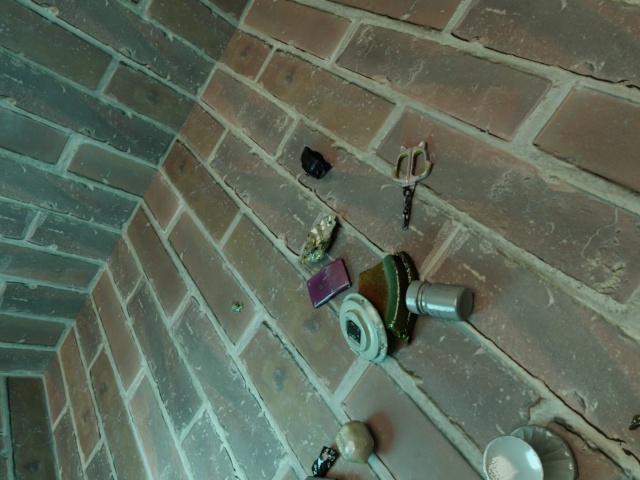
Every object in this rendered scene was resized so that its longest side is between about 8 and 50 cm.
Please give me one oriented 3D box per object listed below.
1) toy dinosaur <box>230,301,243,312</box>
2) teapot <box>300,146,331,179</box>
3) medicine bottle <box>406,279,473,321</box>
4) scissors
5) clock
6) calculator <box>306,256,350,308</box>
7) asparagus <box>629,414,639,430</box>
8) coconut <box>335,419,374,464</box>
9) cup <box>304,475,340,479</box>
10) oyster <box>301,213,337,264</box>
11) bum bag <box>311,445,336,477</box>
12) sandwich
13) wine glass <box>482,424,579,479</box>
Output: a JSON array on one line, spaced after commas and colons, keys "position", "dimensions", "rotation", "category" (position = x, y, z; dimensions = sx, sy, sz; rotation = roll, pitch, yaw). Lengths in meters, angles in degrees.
[{"position": [-0.371, 0.285, 2.003], "dimensions": [0.062, 0.021, 0.083], "rotation": [-37, 56, 18], "category": "toy dinosaur"}, {"position": [-0.033, -0.307, 1.870], "dimensions": [0.096, 0.087, 0.177], "rotation": [-54, 47, 20], "category": "teapot"}, {"position": [0.347, 0.174, 1.327], "dimensions": [0.168, 0.105, 0.104], "rotation": [4, 77, 43], "category": "medicine bottle"}, {"position": [0.303, -0.188, 1.557], "dimensions": [0.160, 0.024, 0.317], "rotation": [-4, 72, 41], "category": "scissors"}, {"position": [0.122, 0.285, 1.446], "dimensions": [0.236, 0.053, 0.236], "rotation": [40, 139, 47], "category": "clock"}, {"position": [0.024, 0.159, 1.680], "dimensions": [0.191, 0.034, 0.126], "rotation": [-37, 54, 28], "category": "calculator"}, {"position": [0.745, 0.327, 0.964], "dimensions": [0.232, 0.023, 0.022], "rotation": [-50, 3, 16], "category": "asparagus"}, {"position": [0.108, 0.620, 1.381], "dimensions": [0.110, 0.110, 0.124], "rotation": [-47, 42, 20], "category": "coconut"}, {"position": [0.012, 0.806, 1.410], "dimensions": [0.130, 0.095, 0.128], "rotation": [-16, 103, 42], "category": "cup"}, {"position": [0.007, -0.004, 1.738], "dimensions": [0.133, 0.072, 0.208], "rotation": [-8, 50, 47], "category": "oyster"}, {"position": [0.008, 0.726, 1.481], "dimensions": [0.058, 0.034, 0.124], "rotation": [39, 102, 35], "category": "bum bag"}, {"position": [0.212, 0.167, 1.450], "dimensions": [0.212, 0.109, 0.291], "rotation": [11, 83, 44], "category": "sandwich"}, {"position": [0.469, 0.502, 1.030], "dimensions": [0.165, 0.197, 0.164], "rotation": [-19, 60, 37], "category": "wine glass"}]
